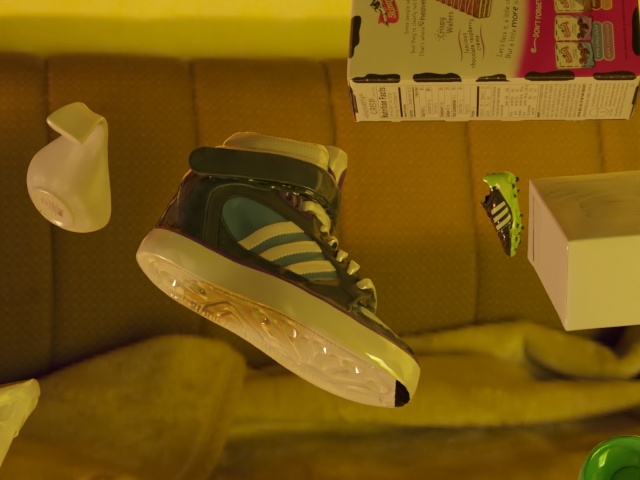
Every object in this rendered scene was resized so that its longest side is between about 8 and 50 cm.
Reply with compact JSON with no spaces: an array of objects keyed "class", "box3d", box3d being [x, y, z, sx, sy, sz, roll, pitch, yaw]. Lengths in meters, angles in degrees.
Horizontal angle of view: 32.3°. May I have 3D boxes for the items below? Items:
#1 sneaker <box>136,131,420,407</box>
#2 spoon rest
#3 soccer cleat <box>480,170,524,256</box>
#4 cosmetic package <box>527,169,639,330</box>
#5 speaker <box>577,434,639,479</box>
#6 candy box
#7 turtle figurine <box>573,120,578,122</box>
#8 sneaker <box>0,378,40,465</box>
[{"class":"sneaker","box3d":[0.000,0.000,1.116,0.322,0.130,0.236,26,61,18]},{"class":"spoon rest","box3d":[-0.335,-0.099,1.502,0.137,0.276,0.084,35,58,2]},{"class":"soccer cleat","box3d":[0.350,-0.052,2.130,0.072,0.179,0.060,6,30,28]},{"class":"cosmetic package","box3d":[0.416,0.006,1.501,0.224,0.138,0.225,-5,25,-1]},{"class":"speaker","box3d":[0.393,0.346,1.375,0.131,0.296,0.131,-9,56,14]},{"class":"candy box","box3d":[0.143,-0.182,0.927,0.233,0.159,0.071,1,-26,7]},{"class":"turtle figurine","box3d":[0.284,-0.282,1.521,0.274,0.266,0.198,-23,-8,-10]},{"class":"sneaker","box3d":[-0.314,0.189,1.012,0.080,0.094,0.212,-13,6,11]}]
